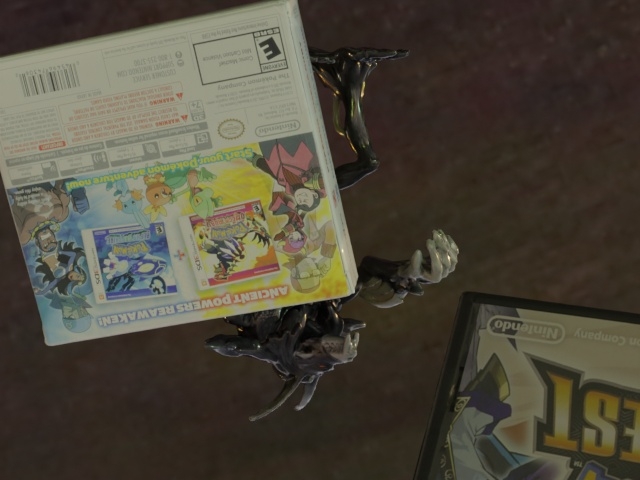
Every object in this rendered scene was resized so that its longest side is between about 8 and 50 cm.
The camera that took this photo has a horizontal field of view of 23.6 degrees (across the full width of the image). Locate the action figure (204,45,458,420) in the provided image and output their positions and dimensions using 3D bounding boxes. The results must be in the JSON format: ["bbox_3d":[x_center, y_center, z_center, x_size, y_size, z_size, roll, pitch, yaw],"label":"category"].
[{"bbox_3d":[0.000,0.000,1.094,0.164,0.275,0.141,-5,-170,-39],"label":"action figure"}]

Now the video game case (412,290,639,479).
[{"bbox_3d":[0.147,0.154,0.567,0.275,0.248,0.035,7,164,33],"label":"video game case"}]

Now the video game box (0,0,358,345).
[{"bbox_3d":[-0.094,-0.041,0.954,0.205,0.187,0.048,-9,-168,11],"label":"video game box"}]
